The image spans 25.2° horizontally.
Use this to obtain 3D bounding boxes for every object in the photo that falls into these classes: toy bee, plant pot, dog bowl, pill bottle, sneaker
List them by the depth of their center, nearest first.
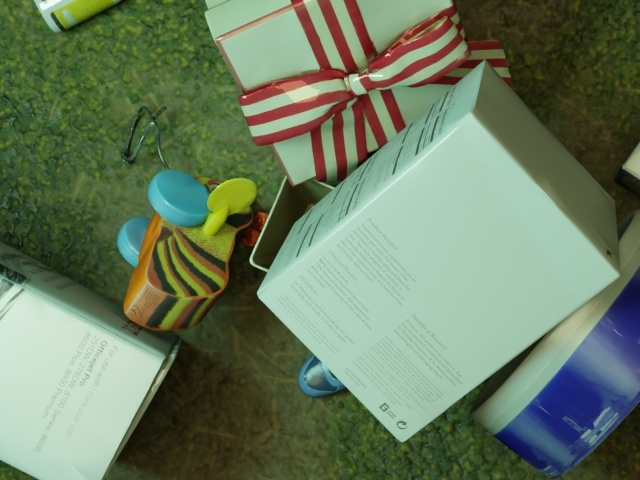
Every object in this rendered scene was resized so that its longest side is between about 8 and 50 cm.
[{"bbox_3d":[0.268,0.102,1.408,0.104,0.265,0.265,39,90,4],"label":"dog bowl"},{"bbox_3d":[-0.121,-0.018,1.513,0.162,0.195,0.298,20,57,-23],"label":"toy bee"},{"bbox_3d":[0.000,0.000,1.534,0.109,0.096,0.109,23,87,8],"label":"plant pot"},{"bbox_3d":[0.040,0.126,1.537,0.144,0.059,0.053,-25,85,5],"label":"sneaker"},{"bbox_3d":[-0.261,-0.286,1.607,0.116,0.065,0.065,-26,82,4],"label":"pill bottle"}]

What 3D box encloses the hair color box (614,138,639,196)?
[{"bbox_3d":[0.478,-0.162,1.488,0.174,0.105,0.347,35,90,9],"label":"hair color box"}]

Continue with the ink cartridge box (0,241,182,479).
[{"bbox_3d":[-0.352,0.086,1.439,0.395,0.285,0.166,28,89,-3],"label":"ink cartridge box"}]

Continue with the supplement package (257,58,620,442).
[{"bbox_3d":[0.116,0.006,1.344,0.262,0.198,0.199,-41,99,21],"label":"supplement package"}]

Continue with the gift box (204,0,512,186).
[{"bbox_3d":[0.028,-0.220,1.453,0.255,0.276,0.258,-27,47,8],"label":"gift box"}]
